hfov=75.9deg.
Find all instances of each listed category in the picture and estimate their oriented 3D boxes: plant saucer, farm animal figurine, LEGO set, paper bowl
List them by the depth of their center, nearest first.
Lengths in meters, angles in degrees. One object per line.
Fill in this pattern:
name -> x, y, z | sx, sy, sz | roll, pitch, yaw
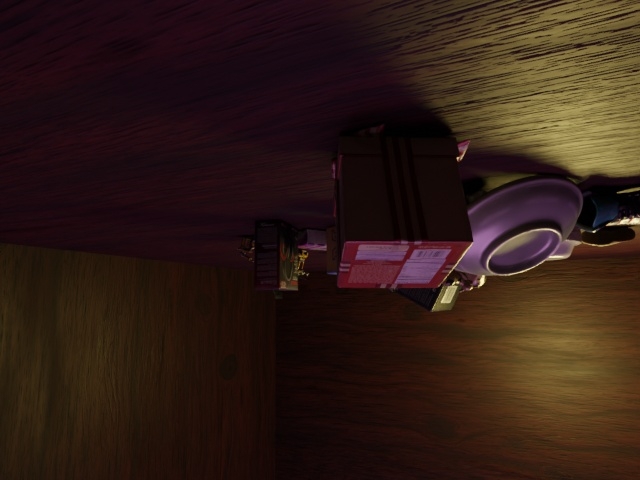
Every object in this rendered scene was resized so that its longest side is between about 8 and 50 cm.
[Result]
plant saucer -> 0.540, -0.002, 1.141 | 0.400, 0.101, 0.400 | -7, 142, -6
paper bowl -> 0.919, 0.005, 1.707 | 0.284, 0.148, 0.284 | -1, 173, 0
farm animal figurine -> 0.648, 0.114, 1.724 | 0.330, 0.172, 0.327 | -37, 148, -1
LEGO set -> -0.228, 0.109, 1.918 | 0.331, 0.192, 0.255 | 14, -177, 25

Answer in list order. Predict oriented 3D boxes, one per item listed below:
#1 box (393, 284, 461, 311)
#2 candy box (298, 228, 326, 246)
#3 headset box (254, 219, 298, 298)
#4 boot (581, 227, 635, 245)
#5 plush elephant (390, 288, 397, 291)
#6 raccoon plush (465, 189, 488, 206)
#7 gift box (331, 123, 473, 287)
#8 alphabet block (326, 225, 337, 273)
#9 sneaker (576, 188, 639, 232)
box -> 0.507, 0.187, 2.159 | 0.395, 0.212, 0.293 | 28, -170, 35
candy box -> 0.000, 0.000, 1.838 | 0.233, 0.071, 0.159 | 6, 170, -32
headset box -> -0.171, 0.082, 1.627 | 0.110, 0.293, 0.218 | -3, 171, 16
boot -> 1.274, -0.010, 1.869 | 0.213, 0.077, 0.165 | -5, 173, 11
plush elephant -> 0.343, 0.081, 1.951 | 0.255, 0.272, 0.330 | -34, -144, -11
raccoon plush -> 0.596, -0.032, 1.301 | 0.299, 0.216, 0.446 | -9, 171, 5
gift box -> 0.153, -0.071, 0.801 | 0.255, 0.258, 0.276 | 2, 152, -6
alphabet block -> 0.149, 0.038, 1.688 | 0.192, 0.197, 0.193 | 5, 170, -39
sneaker -> 0.835, -0.094, 1.143 | 0.178, 0.124, 0.295 | -7, 177, -31
